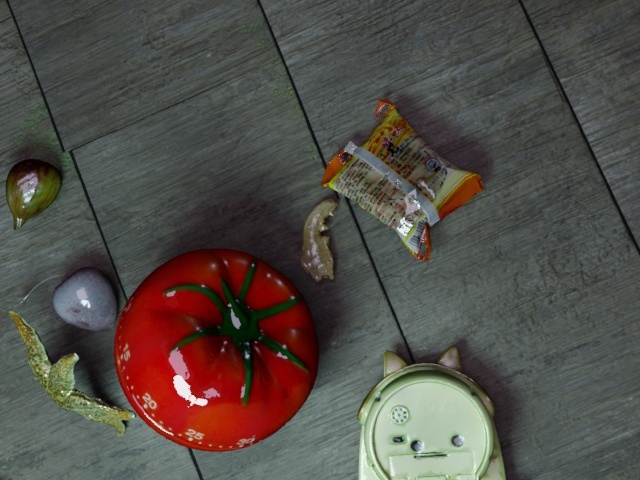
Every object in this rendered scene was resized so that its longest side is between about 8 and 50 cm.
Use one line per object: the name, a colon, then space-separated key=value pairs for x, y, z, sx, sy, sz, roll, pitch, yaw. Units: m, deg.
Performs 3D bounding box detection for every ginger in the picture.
ginger: x=-0.003 y=-0.001 z=1.709 sx=0.070 sy=0.051 sz=0.173 roll=3 pitch=88 yaw=2

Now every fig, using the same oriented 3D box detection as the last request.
fig: x=-0.608 y=-0.094 z=1.749 sx=0.109 sy=0.103 sz=0.154 roll=4 pitch=77 yaw=28

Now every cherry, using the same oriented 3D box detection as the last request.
cherry: x=-0.504 y=0.141 z=1.727 sx=0.188 sy=0.115 sz=0.148 roll=-39 pitch=122 yaw=9

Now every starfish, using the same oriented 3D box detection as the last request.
starfish: x=-0.493 y=0.265 z=1.603 sx=0.347 sy=0.357 sz=0.078 roll=42 pitch=66 yaw=12

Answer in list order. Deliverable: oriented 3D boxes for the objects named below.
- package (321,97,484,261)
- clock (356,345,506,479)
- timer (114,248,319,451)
package: x=0.165 y=-0.126 z=1.674 sx=0.288 sy=0.108 sz=0.223 roll=39 pitch=89 yaw=10
clock: x=0.209 y=0.385 z=1.627 sx=0.286 sy=0.117 sz=0.348 roll=-5 pitch=85 yaw=5
timer: x=-0.192 y=0.204 z=1.564 sx=0.378 sy=0.279 sz=0.377 roll=16 pitch=52 yaw=-22
